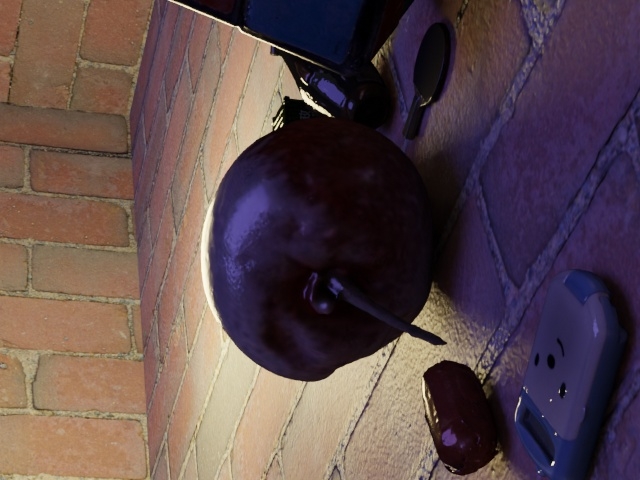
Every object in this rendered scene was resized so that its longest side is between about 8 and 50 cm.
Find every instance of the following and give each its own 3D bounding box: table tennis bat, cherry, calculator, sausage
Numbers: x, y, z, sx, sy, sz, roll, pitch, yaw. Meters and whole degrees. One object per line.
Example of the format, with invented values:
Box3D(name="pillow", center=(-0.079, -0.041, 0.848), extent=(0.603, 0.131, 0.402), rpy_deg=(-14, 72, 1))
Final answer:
Box3D(name="table tennis bat", center=(0.134, -0.202, 1.669), extent=(0.095, 0.014, 0.158), rpy_deg=(-113, 34, -56))
Box3D(name="cherry", center=(-0.003, 0.013, 1.627), extent=(0.335, 0.291, 0.326), rpy_deg=(151, 131, -80))
Box3D(name="calculator", center=(0.230, 0.129, 1.212), extent=(0.121, 0.039, 0.210), rpy_deg=(-116, 34, -63))
Box3D(name="sausage", center=(0.149, 0.191, 1.406), extent=(0.141, 0.076, 0.076), rpy_deg=(-103, 24, -50))

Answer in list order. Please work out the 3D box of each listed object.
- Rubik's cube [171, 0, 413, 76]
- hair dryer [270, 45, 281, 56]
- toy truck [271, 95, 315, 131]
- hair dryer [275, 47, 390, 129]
Box3D(name="Rubik's cube", center=(-0.011, -0.432, 1.534), extent=(0.316, 0.313, 0.318), rpy_deg=(-57, -12, -52))
Box3D(name="hair dryer", center=(-0.067, -0.361, 2.377), extent=(0.083, 0.026, 0.047), rpy_deg=(-168, 81, -66))
Box3D(name="toy truck", center=(-0.004, -0.075, 1.904), extent=(0.088, 0.121, 0.259), rpy_deg=(126, 145, -62))
Box3D(name="hair dryer", center=(0.052, -0.349, 1.836), extent=(0.359, 0.120, 0.303), rpy_deg=(-63, 38, 25))
